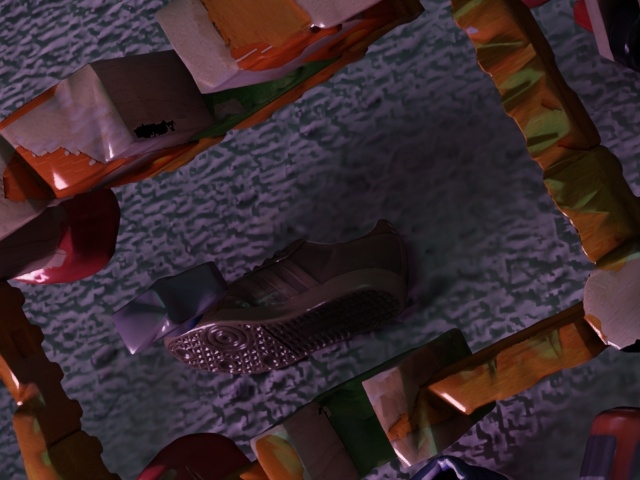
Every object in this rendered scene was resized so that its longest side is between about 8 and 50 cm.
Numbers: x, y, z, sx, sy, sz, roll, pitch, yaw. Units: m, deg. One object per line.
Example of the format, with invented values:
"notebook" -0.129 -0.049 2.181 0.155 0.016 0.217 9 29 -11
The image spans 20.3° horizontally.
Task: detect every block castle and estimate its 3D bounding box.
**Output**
"block castle" 0.000 0.000 1.086 0.453 0.213 0.303 -30 88 25

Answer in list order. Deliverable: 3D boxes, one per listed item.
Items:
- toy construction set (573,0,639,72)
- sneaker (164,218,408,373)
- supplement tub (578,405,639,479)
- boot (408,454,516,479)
"toy construction set" 0.226 -0.214 1.058 0.257 0.237 0.309 -35 55 19
"sneaker" -0.021 0.040 1.250 0.188 0.066 0.071 -15 46 24
"supplement tub" 0.183 0.199 1.001 0.106 0.106 0.198 6 74 37
"boot" 0.044 0.211 1.106 0.190 0.086 0.069 -53 51 5
